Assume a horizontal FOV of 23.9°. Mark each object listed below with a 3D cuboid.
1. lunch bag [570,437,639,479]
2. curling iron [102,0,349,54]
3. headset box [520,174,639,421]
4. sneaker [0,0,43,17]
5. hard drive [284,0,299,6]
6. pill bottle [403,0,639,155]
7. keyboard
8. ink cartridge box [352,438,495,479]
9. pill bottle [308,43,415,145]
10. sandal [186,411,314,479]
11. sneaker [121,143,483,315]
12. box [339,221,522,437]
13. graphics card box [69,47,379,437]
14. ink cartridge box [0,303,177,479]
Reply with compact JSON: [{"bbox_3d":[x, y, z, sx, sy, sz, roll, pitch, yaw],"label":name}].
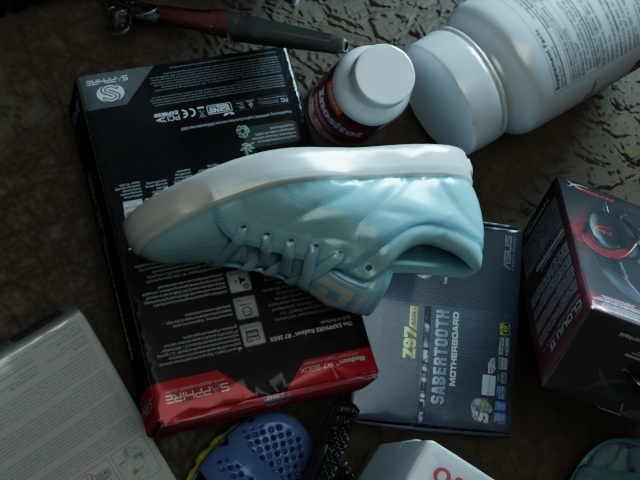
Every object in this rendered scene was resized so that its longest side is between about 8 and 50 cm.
[{"bbox_3d":[0.333,0.308,1.540,0.108,0.279,0.224,34,74,-19],"label":"lunch bag"},{"bbox_3d":[-0.103,-0.217,1.565,0.274,0.035,0.068,12,32,14],"label":"curling iron"},{"bbox_3d":[0.335,0.079,1.572,0.218,0.293,0.110,20,120,-11],"label":"headset box"},{"bbox_3d":[-0.304,-0.319,1.567,0.313,0.116,0.136,-11,74,-24],"label":"sneaker"},{"bbox_3d":[-0.039,-0.387,1.631,0.172,0.054,0.255,31,56,-8],"label":"hard drive"},{"bbox_3d":[0.238,-0.216,1.658,0.283,0.160,0.160,-30,90,-18],"label":"pill bottle"},{"bbox_3d":[0.005,0.256,1.530,0.038,0.100,0.192,23,92,19],"label":"keyboard"},{"bbox_3d":[0.094,0.363,1.501,0.198,0.197,0.270,33,74,-7],"label":"ink cartridge box"},{"bbox_3d":[0.045,-0.157,1.599,0.086,0.152,0.086,3,80,-15],"label":"pill bottle"},{"bbox_3d":[-0.106,0.305,1.487,0.126,0.138,0.317,37,71,-8],"label":"sandal"},{"bbox_3d":[0.000,0.000,1.438,0.366,0.135,0.150,-9,69,-20],"label":"sneaker"},{"bbox_3d":[0.119,0.090,1.626,0.183,0.059,0.233,8,79,-13],"label":"box"},{"bbox_3d":[-0.104,-0.003,1.537,0.232,0.094,0.371,-12,76,-17],"label":"graphics card box"},{"bbox_3d":[-0.272,0.209,1.514,0.189,0.066,0.232,-33,111,-18],"label":"ink cartridge box"}]
